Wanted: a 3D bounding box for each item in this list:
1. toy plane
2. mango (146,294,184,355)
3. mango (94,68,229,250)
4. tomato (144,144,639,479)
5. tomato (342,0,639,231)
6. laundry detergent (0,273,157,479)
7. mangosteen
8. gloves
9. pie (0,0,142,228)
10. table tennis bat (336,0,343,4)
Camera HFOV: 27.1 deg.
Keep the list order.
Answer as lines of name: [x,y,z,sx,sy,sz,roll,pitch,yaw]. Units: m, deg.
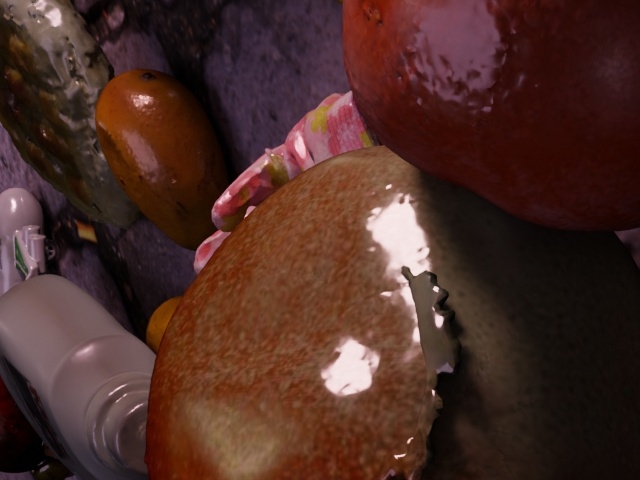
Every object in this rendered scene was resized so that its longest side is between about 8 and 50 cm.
toy plane: [-0.356,0.025,1.537,0.174,0.080,0.174,6,97,60]
mango: [-0.110,0.099,1.223,0.190,0.075,0.098,15,118,61]
mango: [-0.132,-0.071,1.141,0.165,0.089,0.115,58,149,13]
tomato: [0.063,0.101,0.724,0.239,0.303,0.303,-21,90,50]
tomato: [0.115,-0.111,0.629,0.208,0.208,0.184,40,123,39]
laundry detergent: [-0.200,0.167,1.275,0.264,0.124,0.398,63,162,-13]
mangosteen: [-0.326,0.203,1.538,0.200,0.200,0.200,34,134,44]
gloves: [0.006,-0.008,0.941,0.145,0.126,0.241,42,143,-2]
pie: [-0.267,-0.143,1.297,0.306,0.071,0.306,43,148,35]
table tennis bat: [-0.010,-0.270,0.880,0.368,0.054,0.224,24,125,45]
